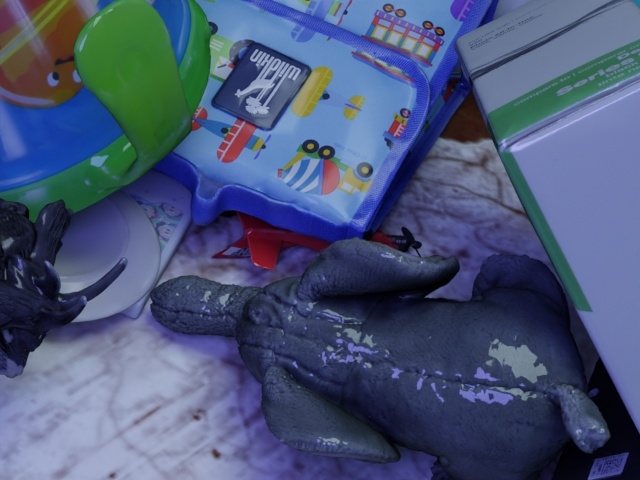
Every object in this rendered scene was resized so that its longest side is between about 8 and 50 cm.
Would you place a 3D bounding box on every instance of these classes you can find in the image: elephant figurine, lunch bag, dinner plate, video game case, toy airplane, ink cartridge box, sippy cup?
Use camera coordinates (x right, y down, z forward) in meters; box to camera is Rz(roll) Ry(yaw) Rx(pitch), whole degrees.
[{"bbox_3d":[0.025,0.072,1.157,0.239,0.186,0.169,15,48,-12],"label":"elephant figurine"},{"bbox_3d":[-0.028,-0.110,1.356,0.221,0.138,0.293,24,48,8],"label":"lunch bag"},{"bbox_3d":[-0.170,-0.005,1.239,0.141,0.017,0.141,11,42,-10],"label":"dinner plate"},{"bbox_3d":[-0.158,-0.029,1.293,0.143,0.019,0.157,23,42,3],"label":"video game case"},{"bbox_3d":[0.000,0.000,1.317,0.151,0.028,0.151,11,41,-10],"label":"toy airplane"},{"bbox_3d":[0.189,-0.034,1.202,0.121,0.211,0.289,-27,17,7],"label":"ink cartridge box"},{"bbox_3d":[-0.213,-0.162,1.198,0.305,0.224,0.240,-3,47,21],"label":"sippy cup"}]

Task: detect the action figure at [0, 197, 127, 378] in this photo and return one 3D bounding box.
[{"bbox_3d":[-0.245,0.030,1.116,0.276,0.141,0.164,14,38,17],"label":"action figure"}]

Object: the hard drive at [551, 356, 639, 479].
[{"bbox_3d":[0.239,0.152,1.116,0.064,0.237,0.339,58,37,-21],"label":"hard drive"}]

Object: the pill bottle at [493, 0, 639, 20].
[{"bbox_3d":[0.254,-0.114,1.445,0.146,0.146,0.264,-26,59,-38],"label":"pill bottle"}]
